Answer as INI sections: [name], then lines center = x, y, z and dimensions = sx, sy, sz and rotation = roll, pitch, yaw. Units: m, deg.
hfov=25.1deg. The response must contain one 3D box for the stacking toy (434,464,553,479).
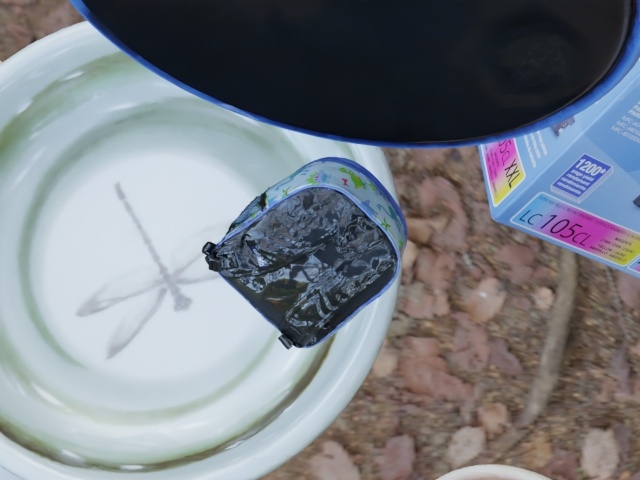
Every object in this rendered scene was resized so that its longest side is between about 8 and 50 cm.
[stacking toy]
center = 0.046, 0.395, 1.277
dimensions = 0.351, 0.480, 0.350
rotation = -1, 89, 45

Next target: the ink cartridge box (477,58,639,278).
[ink cartridge box]
center = 0.396, -0.150, 1.575
dimensions = 0.395, 0.270, 0.151
rotation = -49, 35, 36

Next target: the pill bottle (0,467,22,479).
[pill bottle]
center = -0.308, 0.228, 1.366
dimensions = 0.181, 0.181, 0.323
rotation = 31, 137, 19

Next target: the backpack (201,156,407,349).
[backpack]
center = 0.000, 0.000, 0.972
dimensions = 0.114, 0.084, 0.105
rotation = -36, 104, 29

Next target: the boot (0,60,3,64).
[boot]
center = -0.330, -0.116, 1.414
dimensions = 0.077, 0.137, 0.198
rotation = -22, 67, 3

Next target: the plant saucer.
[plant saucer]
center = -0.133, 0.015, 1.160
dimensions = 0.400, 0.100, 0.400
rotation = -1, 76, 3

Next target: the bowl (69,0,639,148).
[bowl]
center = 0.013, -0.174, 0.842
dimensions = 0.391, 0.391, 0.077
rotation = 5, 64, 19
